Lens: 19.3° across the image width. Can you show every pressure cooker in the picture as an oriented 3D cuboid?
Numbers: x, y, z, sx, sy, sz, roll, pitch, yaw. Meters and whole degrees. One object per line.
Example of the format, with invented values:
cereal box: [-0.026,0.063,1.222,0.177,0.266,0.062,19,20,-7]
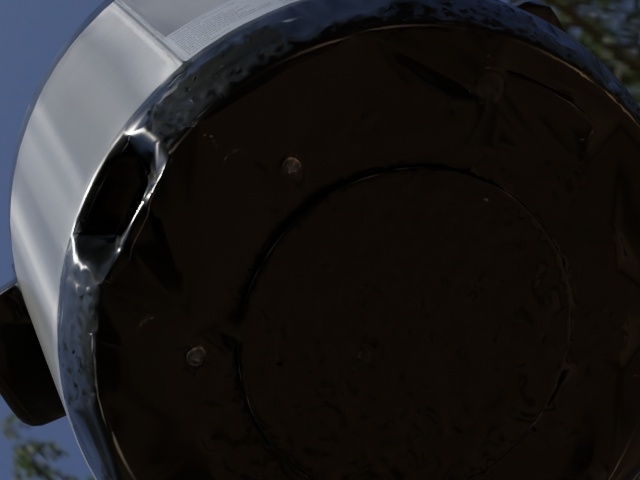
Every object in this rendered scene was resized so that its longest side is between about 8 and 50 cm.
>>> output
pressure cooker: [-0.001,-0.006,1.166,0.369,0.420,0.376,13,-79,-19]
